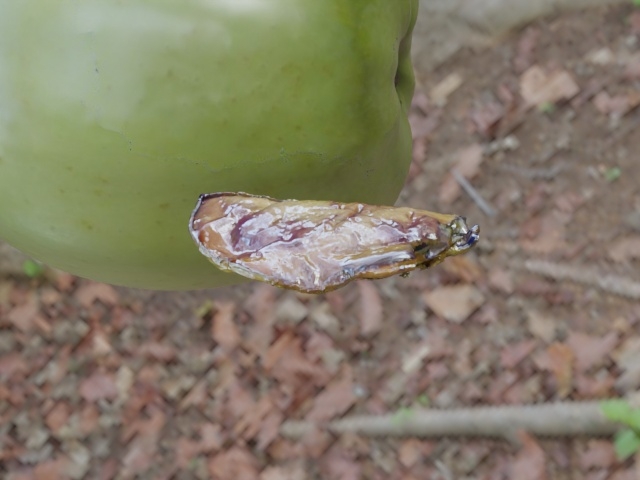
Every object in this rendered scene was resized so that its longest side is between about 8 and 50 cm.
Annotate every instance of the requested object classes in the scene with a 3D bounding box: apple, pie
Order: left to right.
[{"bbox_3d":[-0.098,-0.141,1.284,0.357,0.357,0.357,-28,36,23],"label":"apple"},{"bbox_3d":[0.000,0.000,0.996,0.170,0.034,0.092,3,29,16],"label":"pie"}]
